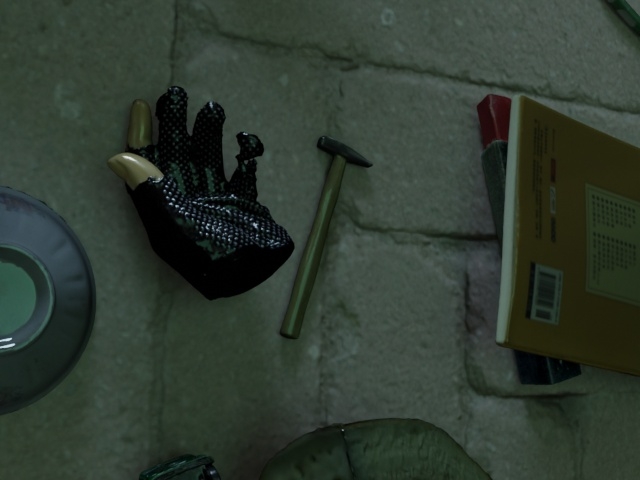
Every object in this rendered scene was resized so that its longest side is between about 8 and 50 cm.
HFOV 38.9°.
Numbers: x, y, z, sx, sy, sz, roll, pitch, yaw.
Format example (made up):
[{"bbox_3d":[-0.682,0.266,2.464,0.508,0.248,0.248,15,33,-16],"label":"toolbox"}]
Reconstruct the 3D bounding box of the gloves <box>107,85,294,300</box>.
[{"bbox_3d":[-0.113,-0.042,0.780,0.129,0.106,0.181,-27,70,-29],"label":"gloves"}]

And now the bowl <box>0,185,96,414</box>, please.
[{"bbox_3d":[-0.253,0.043,0.689,0.189,0.086,0.189,3,84,-29],"label":"bowl"}]

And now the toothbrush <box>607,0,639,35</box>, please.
[{"bbox_3d":[0.427,-0.235,1.127,0.257,0.018,0.024,38,76,-22],"label":"toothbrush"}]

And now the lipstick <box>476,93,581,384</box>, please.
[{"bbox_3d":[0.217,-0.003,0.974,0.051,0.051,0.312,-11,89,-31],"label":"lipstick"}]

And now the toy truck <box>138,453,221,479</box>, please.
[{"bbox_3d":[-0.106,0.252,0.757,0.065,0.079,0.147,-17,95,-28],"label":"toy truck"}]

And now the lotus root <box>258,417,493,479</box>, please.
[{"bbox_3d":[0.073,0.291,0.809,0.260,0.149,0.267,5,68,-55],"label":"lotus root"}]

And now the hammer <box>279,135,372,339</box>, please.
[{"bbox_3d":[0.000,0.000,0.873,0.062,0.013,0.199,22,76,-25],"label":"hammer"}]

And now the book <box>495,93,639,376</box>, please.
[{"bbox_3d":[0.338,0.015,1.013,0.388,0.032,0.269,16,73,-35],"label":"book"}]
